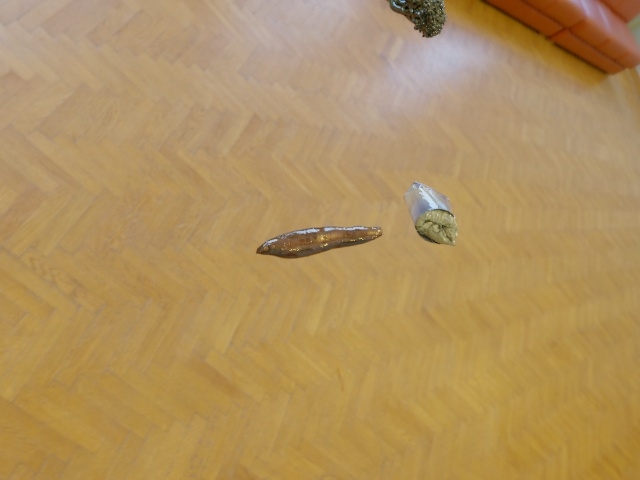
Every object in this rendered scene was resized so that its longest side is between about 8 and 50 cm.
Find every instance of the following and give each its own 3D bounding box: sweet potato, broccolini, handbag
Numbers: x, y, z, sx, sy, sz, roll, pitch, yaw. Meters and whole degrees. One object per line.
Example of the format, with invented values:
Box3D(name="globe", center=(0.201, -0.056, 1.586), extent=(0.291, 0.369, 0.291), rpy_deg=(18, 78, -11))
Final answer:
Box3D(name="sweet potato", center=(0.000, -0.001, 1.142), extent=(0.264, 0.057, 0.058), rpy_deg=(-11, 78, -26))
Box3D(name="broccolini", center=(0.151, -0.428, 1.093), extent=(0.202, 0.068, 0.091), rpy_deg=(39, 0, 44))
Box3D(name="handbag", center=(0.275, -0.066, 1.444), extent=(0.117, 0.095, 0.173), rpy_deg=(20, 32, -17))
